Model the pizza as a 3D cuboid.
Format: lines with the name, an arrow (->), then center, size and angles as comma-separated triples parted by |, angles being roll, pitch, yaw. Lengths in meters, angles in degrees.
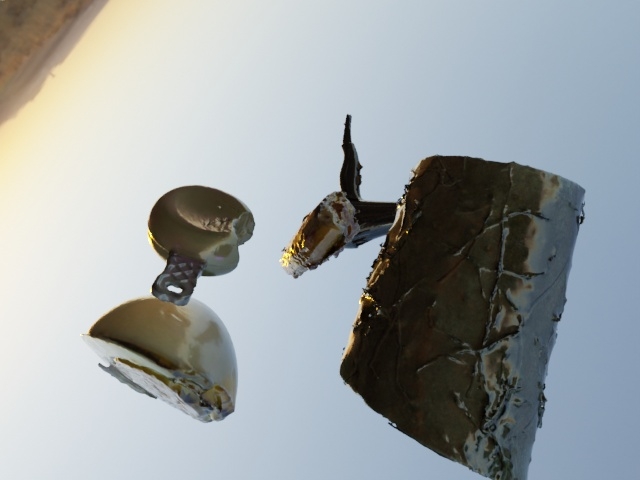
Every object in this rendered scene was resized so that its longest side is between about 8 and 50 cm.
pizza -> 0.000, 0.000, 1.069 | 0.161, 0.085, 0.305 | -50, -179, -13

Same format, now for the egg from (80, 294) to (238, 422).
egg -> -0.236, 0.168, 0.989 | 0.174, 0.264, 0.286 | -60, -170, -24

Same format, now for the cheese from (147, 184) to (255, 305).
cheese -> -0.185, 0.009, 0.894 | 0.286, 0.163, 0.082 | -90, -162, -60

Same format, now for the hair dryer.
hair dryer -> 0.103, -0.156, 1.393 | 0.303, 0.120, 0.360 | -11, -116, 20

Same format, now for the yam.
yam -> 0.173, 0.076, 0.722 | 0.241, 0.240, 0.349 | 6, -104, 58
